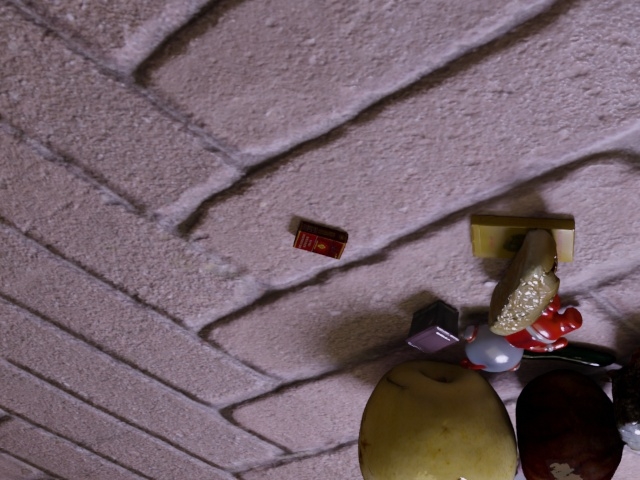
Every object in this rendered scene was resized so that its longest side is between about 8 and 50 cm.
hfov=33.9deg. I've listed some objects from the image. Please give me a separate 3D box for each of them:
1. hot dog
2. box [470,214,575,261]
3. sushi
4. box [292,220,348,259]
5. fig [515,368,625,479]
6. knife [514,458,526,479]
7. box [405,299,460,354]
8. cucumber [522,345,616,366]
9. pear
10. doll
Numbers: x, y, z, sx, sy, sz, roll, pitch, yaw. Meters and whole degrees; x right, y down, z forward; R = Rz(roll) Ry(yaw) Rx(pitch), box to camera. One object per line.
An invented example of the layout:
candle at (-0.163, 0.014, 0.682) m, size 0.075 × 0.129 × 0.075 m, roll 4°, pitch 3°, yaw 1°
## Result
hot dog at (0.320, 0.070, 1.614) m, size 0.073 × 0.084 × 0.242 m, roll 9°, pitch 148°, yaw -3°
box at (0.309, -0.002, 1.606) m, size 0.155 × 0.023 × 0.087 m, roll 3°, pitch 147°, yaw 13°
sushi at (0.635, 0.263, 1.743) m, size 0.343 × 0.182 × 0.196 m, roll -4°, pitch 144°, yaw 25°
box at (0.000, 0.000, 1.707) m, size 0.082 × 0.023 × 0.051 m, roll 16°, pitch 146°, yaw -4°
fig at (0.446, 0.346, 1.875) m, size 0.214 × 0.235 × 0.235 m, roll 6°, pitch 148°, yaw 35°
knife at (0.453, 0.505, 2.279) m, size 0.081 × 0.043 × 0.336 m, roll 5°, pitch 151°, yaw 1°
box at (0.198, 0.150, 1.821) m, size 0.060 × 0.063 × 0.084 m, roll 31°, pitch 143°, yaw -21°
cucumber at (0.426, 0.200, 1.844) m, size 0.184 × 0.033 × 0.036 m, roll 5°, pitch 122°, yaw 12°
pear at (0.214, 0.366, 1.927) m, size 0.309 × 0.309 × 0.309 m, roll 9°, pitch 145°, yaw 6°
doll at (0.329, 0.166, 1.791) m, size 0.142 × 0.076 × 0.245 m, roll 36°, pitch 135°, yaw -18°
